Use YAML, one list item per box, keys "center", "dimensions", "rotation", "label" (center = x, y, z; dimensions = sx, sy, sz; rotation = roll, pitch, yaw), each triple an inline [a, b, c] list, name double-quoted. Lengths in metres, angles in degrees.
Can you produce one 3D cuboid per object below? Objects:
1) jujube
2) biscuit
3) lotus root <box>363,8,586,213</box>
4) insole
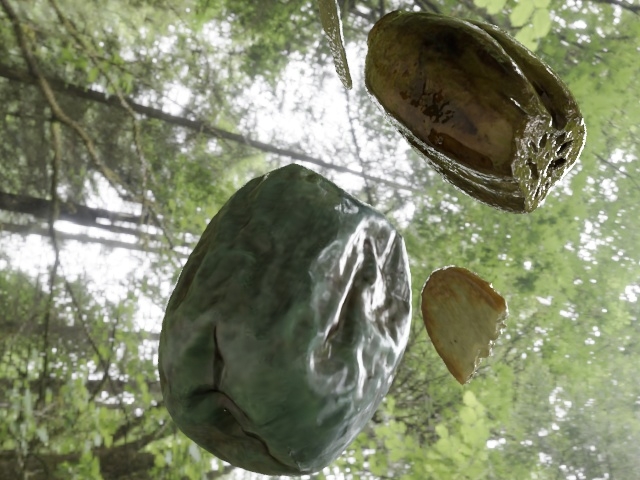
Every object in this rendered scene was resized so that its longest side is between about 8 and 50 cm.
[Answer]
- center: [-0.033, 0.070, 0.720]
  dimensions: [0.215, 0.246, 0.308]
  rotation: [-13, -146, 39]
  label: "jujube"
- center: [0.290, 0.158, 1.456]
  dimensions: [0.204, 0.040, 0.308]
  rotation: [51, -28, 29]
  label: "biscuit"
- center: [0.170, -0.170, 0.807]
  dimensions: [0.291, 0.193, 0.193]
  rotation: [47, -60, 33]
  label: "lotus root"
- center: [0.015, -0.324, 1.037]
  dimensions: [0.081, 0.011, 0.247]
  rotation: [58, -8, 38]
  label: "insole"
